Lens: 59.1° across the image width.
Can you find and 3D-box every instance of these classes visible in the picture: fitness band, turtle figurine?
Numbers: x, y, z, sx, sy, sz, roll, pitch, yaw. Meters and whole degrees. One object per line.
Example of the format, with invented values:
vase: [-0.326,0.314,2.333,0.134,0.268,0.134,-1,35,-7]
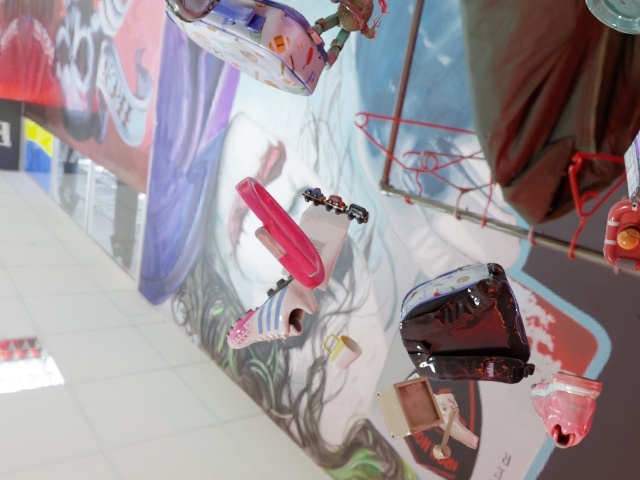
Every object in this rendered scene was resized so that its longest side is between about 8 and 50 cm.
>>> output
fitness band: [-0.082,-0.017,1.233,0.291,0.054,0.209,50,-170,-26]
turtle figurine: [0.059,-0.516,1.297,0.175,0.234,0.118,43,173,-14]

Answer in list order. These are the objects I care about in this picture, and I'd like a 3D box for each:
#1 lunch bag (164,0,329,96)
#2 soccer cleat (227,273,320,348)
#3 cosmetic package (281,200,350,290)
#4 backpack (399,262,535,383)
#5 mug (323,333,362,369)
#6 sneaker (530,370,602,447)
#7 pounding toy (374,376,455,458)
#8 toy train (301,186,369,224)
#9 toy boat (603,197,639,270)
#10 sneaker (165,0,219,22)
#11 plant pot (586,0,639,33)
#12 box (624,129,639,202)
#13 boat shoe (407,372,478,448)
lunch bag: [-0.132,-0.397,1.082,0.303,0.115,0.243,26,180,20]
soccer cleat: [-0.134,0.232,1.549,0.143,0.331,0.116,51,-148,10]
cosmetic package: [0.000,0.000,1.871,0.156,0.217,0.385,21,-166,3]
backpack: [0.313,0.186,1.287,0.263,0.277,0.213,-18,-167,9]
mug: [0.049,0.254,1.287,0.062,0.064,0.078,19,-157,-47]
sneaker: [0.517,0.383,1.233,0.115,0.136,0.314,12,158,17]
pounding toy: [0.261,0.470,1.471,0.181,0.094,0.206,-2,-117,-38]
toy train: [0.029,-0.075,1.148,0.158,0.036,0.027,24,-156,25]
toy boat: [0.951,-0.014,1.731,0.150,0.231,0.151,10,-164,34]
sneaker: [-0.150,-0.457,0.872,0.104,0.262,0.125,36,168,-34]
plant pot: [0.763,-0.623,1.340,0.293,0.196,0.293,36,-174,-4]
box: [0.970,-0.195,1.484,0.270,0.165,0.143,4,155,11]
boat shoe: [0.355,0.484,1.639,0.277,0.096,0.098,36,168,35]
